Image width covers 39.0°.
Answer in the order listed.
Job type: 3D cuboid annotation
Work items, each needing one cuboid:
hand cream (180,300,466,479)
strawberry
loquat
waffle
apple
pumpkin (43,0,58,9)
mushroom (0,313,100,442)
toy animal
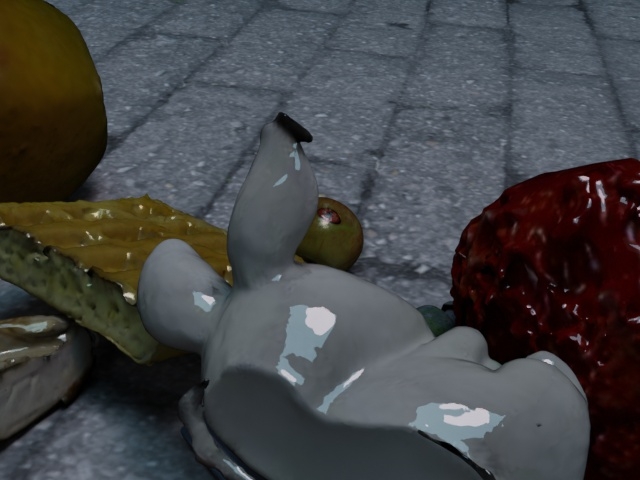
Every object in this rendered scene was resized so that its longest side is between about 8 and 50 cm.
[{"bbox_3d":[0.022,0.115,0.697,0.256,0.055,0.088,-25,44,-30],"label":"hand cream"},{"bbox_3d":[0.210,0.069,0.635,0.274,0.274,0.220,18,69,26],"label":"strawberry"},{"bbox_3d":[-0.358,-0.145,0.927,0.284,0.276,0.276,-18,35,-40],"label":"loquat"},{"bbox_3d":[-0.146,0.022,0.783,0.248,0.055,0.221,22,16,31],"label":"waffle"},{"bbox_3d":[0.000,0.000,0.868,0.084,0.084,0.071,15,47,22],"label":"apple"},{"bbox_3d":[-0.457,-0.271,1.246,0.238,0.159,0.238,0,24,0],"label":"pumpkin"},{"bbox_3d":[-0.258,0.106,0.648,0.094,0.072,0.210,12,18,23],"label":"mushroom"},{"bbox_3d":[0.021,0.088,0.553,0.325,0.208,0.154,51,27,8],"label":"toy animal"}]
